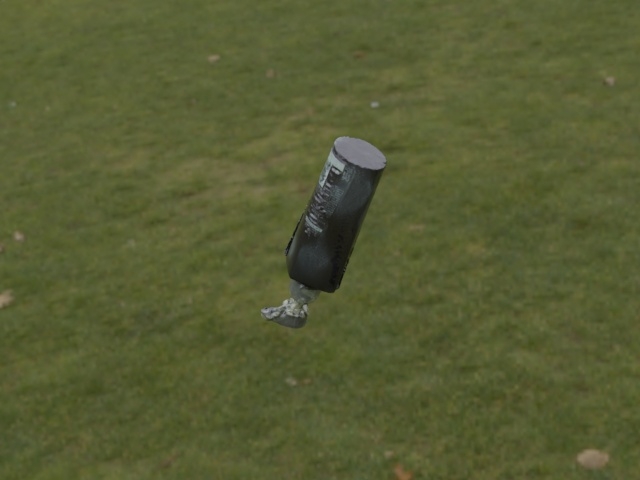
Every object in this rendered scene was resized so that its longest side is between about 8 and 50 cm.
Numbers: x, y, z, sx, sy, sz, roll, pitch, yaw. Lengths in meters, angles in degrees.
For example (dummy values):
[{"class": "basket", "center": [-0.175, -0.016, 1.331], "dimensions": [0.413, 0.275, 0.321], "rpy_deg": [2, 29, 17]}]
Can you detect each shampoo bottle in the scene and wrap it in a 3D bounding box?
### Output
[{"class": "shampoo bottle", "center": [0.000, -0.001, 1.109], "dimensions": [0.063, 0.208, 0.057], "rpy_deg": [15, 29, -13]}]
